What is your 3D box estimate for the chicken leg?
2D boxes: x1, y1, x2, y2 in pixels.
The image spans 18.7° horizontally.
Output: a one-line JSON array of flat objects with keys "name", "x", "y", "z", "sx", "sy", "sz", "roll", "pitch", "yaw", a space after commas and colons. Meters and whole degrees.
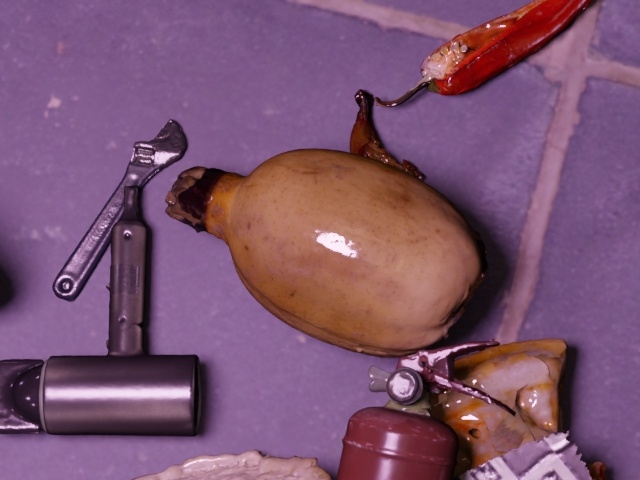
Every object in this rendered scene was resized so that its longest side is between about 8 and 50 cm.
[{"name": "chicken leg", "x": 0.059, "y": -0.079, "z": 1.893, "sx": 0.062, "sy": 0.037, "sz": 0.145, "roll": -26, "pitch": 79, "yaw": -27}]

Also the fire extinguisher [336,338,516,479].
[{"name": "fire extinguisher", "x": 0.081, "y": 0.244, "z": 1.727, "sx": 0.147, "sy": 0.106, "sz": 0.337, "roll": 12, "pitch": 89, "yaw": 12}]

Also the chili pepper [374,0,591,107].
[{"name": "chili pepper", "x": 0.174, "y": -0.193, "z": 1.911, "sx": 0.268, "sy": 0.059, "sz": 0.050, "roll": -30, "pitch": 117, "yaw": -8}]

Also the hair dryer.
[{"name": "hair dryer", "x": -0.211, "y": 0.065, "z": 1.855, "sx": 0.196, "sy": 0.078, "sz": 0.248, "roll": 1, "pitch": 72, "yaw": 2}]

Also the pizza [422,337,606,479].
[{"name": "pizza", "x": 0.175, "y": 0.244, "z": 1.803, "sx": 0.189, "sy": 0.071, "sz": 0.297, "roll": -7, "pitch": 84, "yaw": -4}]

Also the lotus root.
[{"name": "lotus root", "x": 0.000, "y": 0.000, "z": 1.805, "sx": 0.310, "sy": 0.183, "sz": 0.182, "roll": 22, "pitch": 79, "yaw": 9}]

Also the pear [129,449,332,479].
[{"name": "pear", "x": -0.089, "y": 0.303, "z": 1.727, "sx": 0.267, "sy": 0.267, "sz": 0.178, "roll": -16, "pitch": 100, "yaw": -2}]

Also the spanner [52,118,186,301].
[{"name": "spanner", "x": -0.197, "y": -0.030, "z": 1.899, "sx": 0.046, "sy": 0.012, "sz": 0.208, "roll": 31, "pitch": 80, "yaw": 6}]

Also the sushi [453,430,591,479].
[{"name": "sushi", "x": 0.200, "y": 0.328, "z": 1.739, "sx": 0.192, "sy": 0.043, "sz": 0.279, "roll": -25, "pitch": 84, "yaw": 12}]
